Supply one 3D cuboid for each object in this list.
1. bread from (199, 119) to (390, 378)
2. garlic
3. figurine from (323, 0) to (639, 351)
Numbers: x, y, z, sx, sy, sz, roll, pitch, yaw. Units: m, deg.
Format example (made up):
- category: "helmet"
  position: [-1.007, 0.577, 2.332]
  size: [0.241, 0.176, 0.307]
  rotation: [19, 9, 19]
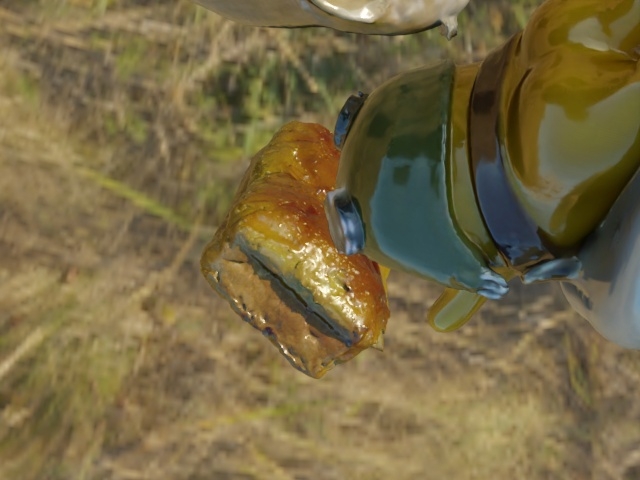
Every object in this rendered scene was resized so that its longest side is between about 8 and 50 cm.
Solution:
- category: "bread"
  position: [-0.001, 0.001, 1.299]
  size: [0.139, 0.271, 0.077]
  rotation: [44, 106, -6]
- category: "garlic"
  position: [-0.001, -0.107, 0.662]
  size: [0.084, 0.152, 0.066]
  rotation: [-5, 103, -32]
- category: "figurine"
  position: [0.082, -0.055, 0.756]
  size: [0.141, 0.167, 0.250]
  rotation: [11, 148, -4]
